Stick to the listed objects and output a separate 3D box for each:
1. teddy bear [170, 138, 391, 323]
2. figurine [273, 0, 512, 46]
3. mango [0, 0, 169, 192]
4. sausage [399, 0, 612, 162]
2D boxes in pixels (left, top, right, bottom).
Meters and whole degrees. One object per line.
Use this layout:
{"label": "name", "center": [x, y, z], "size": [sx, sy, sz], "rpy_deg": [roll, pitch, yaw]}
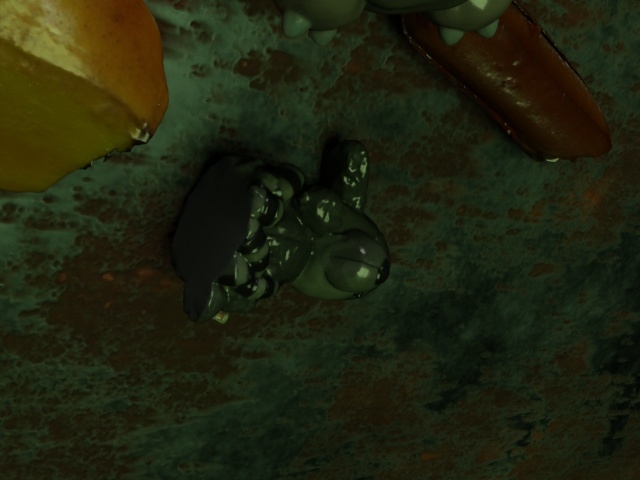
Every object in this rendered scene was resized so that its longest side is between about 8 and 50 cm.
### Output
{"label": "teddy bear", "center": [-0.009, -0.013, 0.793], "size": [0.250, 0.144, 0.171], "rpy_deg": [0, 103, -37]}
{"label": "figurine", "center": [0.060, -0.337, 0.612], "size": [0.248, 0.203, 0.381], "rpy_deg": [-12, 112, -36]}
{"label": "mango", "center": [-0.237, -0.155, 0.556], "size": [0.187, 0.138, 0.257], "rpy_deg": [-33, 130, 12]}
{"label": "sausage", "center": [0.202, -0.176, 0.857], "size": [0.330, 0.102, 0.102], "rpy_deg": [32, 97, -41]}
